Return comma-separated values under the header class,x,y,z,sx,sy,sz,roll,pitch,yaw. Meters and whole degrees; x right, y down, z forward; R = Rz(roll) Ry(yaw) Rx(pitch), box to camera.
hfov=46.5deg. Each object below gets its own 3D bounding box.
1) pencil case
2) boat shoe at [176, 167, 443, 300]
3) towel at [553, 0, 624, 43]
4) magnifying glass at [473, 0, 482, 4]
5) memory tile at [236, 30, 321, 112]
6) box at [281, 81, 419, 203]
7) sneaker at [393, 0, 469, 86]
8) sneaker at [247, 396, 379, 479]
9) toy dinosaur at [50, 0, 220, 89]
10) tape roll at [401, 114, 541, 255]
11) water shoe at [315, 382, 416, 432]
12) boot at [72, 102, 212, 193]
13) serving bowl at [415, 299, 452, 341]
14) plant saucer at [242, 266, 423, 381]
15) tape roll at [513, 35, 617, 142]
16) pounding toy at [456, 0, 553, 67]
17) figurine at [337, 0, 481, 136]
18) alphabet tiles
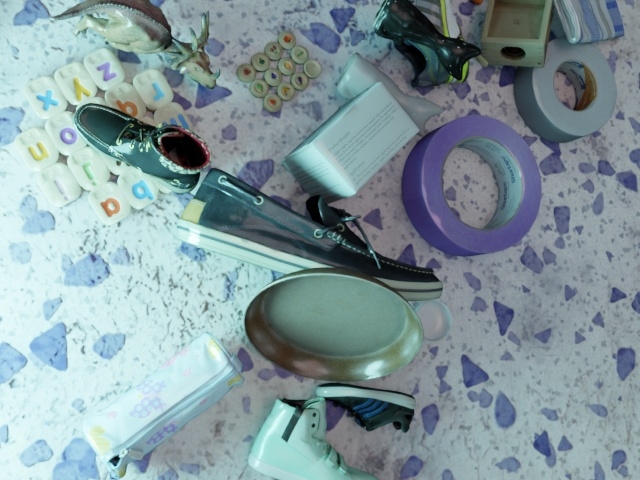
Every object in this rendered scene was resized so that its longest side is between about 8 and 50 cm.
class,x,y,z,sx,sy,sz,roll,pitch,yaw
pencil case,-0.259,0.269,1.237,0.273,0.124,0.114,-37,96,-20
boat shoe,0.000,0.000,1.331,0.499,0.187,0.156,18,84,-12
towel,0.575,-0.532,1.615,0.285,0.034,0.209,-20,91,-46
magnifying glass,0.257,-0.583,1.570,0.231,0.026,0.092,39,73,-13
memory tile,-0.077,-0.324,1.427,0.148,0.012,0.113,-44,99,-19
box,0.051,-0.172,1.366,0.181,0.182,0.119,-44,101,-18
sneaker,0.196,-0.446,1.491,0.121,0.111,0.300,-21,89,-16
sneaker,0.015,0.368,1.329,0.255,0.094,0.151,22,90,-14
toy dinosaur,-0.292,-0.360,1.246,0.200,0.295,0.127,28,102,24
tape roll,0.305,-0.107,1.500,0.274,0.090,0.275,2,83,-19
water shoe,0.085,0.314,1.383,0.203,0.073,0.080,12,83,-18
boot,-0.289,-0.168,1.221,0.236,0.178,0.085,32,75,-15
serving bowl,0.217,0.158,1.471,0.083,0.027,0.084,2,84,-19
plant saucer,0.022,0.142,1.285,0.310,0.311,0.050,22,46,-16
tape roll,0.531,-0.326,1.614,0.219,0.072,0.219,2,84,-19
pounding toy,0.364,-0.415,1.548,0.205,0.094,0.181,8,71,19
figurine,0.169,-0.329,1.431,0.209,0.092,0.215,29,106,-9
alphabet tiles,-0.372,-0.182,1.300,0.284,0.021,0.278,-33,95,-20
